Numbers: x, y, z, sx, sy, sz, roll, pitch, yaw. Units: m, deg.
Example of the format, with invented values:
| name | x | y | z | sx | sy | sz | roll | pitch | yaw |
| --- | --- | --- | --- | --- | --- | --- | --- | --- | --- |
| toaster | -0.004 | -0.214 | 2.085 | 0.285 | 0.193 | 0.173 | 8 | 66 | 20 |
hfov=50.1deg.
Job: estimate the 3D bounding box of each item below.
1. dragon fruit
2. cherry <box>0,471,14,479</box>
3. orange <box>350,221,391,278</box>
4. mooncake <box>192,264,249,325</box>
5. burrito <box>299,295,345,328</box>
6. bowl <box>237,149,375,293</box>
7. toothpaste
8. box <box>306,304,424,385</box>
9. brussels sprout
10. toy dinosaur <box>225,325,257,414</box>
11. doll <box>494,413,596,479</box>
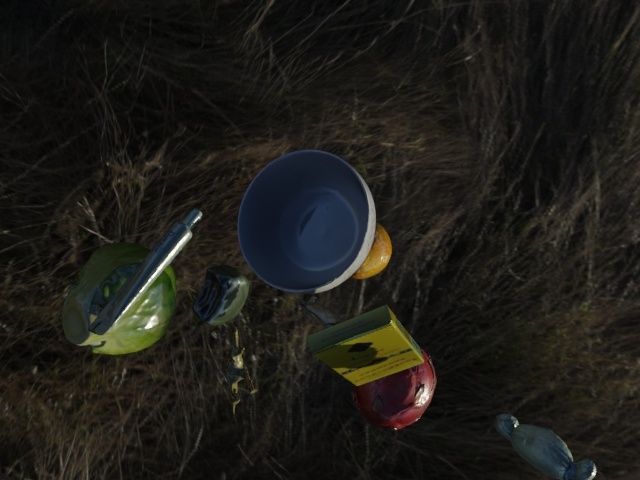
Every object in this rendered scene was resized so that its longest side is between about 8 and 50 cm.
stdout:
| name | x | y | z | sx | sy | sz | roll | pitch | yaw |
| --- | --- | --- | --- | --- | --- | --- | --- | --- | --- |
| dragon fruit | 0.200 | 0.394 | 1.879 | 0.241 | 0.241 | 0.252 | 39 | 108 | -13 |
| cherry | -0.398 | 0.334 | 0.677 | 0.261 | 0.307 | 0.221 | -12 | 91 | -48 |
| orange | 0.099 | 0.016 | 1.800 | 0.178 | 0.177 | 0.155 | 10 | 131 | -16 |
| mooncake | -0.290 | 0.154 | 1.950 | 0.104 | 0.168 | 0.175 | 32 | 73 | 24 |
| burrito | 0.016 | 0.199 | 1.759 | 0.051 | 0.171 | 0.042 | -36 | 139 | -24 |
| bowl | -0.011 | -0.027 | 1.388 | 0.287 | 0.144 | 0.286 | -6 | 75 | 24 |
| toothpaste | -0.274 | 0.047 | 1.089 | 0.037 | 0.067 | 0.255 | 49 | 66 | -29 |
| box | 0.093 | 0.205 | 1.284 | 0.153 | 0.279 | 0.041 | -21 | 60 | 11 |
| brussels sprout | -0.429 | 0.132 | 1.456 | 0.210 | 0.271 | 0.219 | 22 | 116 | 21 |
| toy dinosaur | -0.165 | 0.248 | 1.298 | 0.039 | 0.162 | 0.126 | -7 | 64 | -26 |
| doll | 0.413 | 0.391 | 1.272 | 0.071 | 0.214 | 0.103 | -45 | 125 | -19 |
